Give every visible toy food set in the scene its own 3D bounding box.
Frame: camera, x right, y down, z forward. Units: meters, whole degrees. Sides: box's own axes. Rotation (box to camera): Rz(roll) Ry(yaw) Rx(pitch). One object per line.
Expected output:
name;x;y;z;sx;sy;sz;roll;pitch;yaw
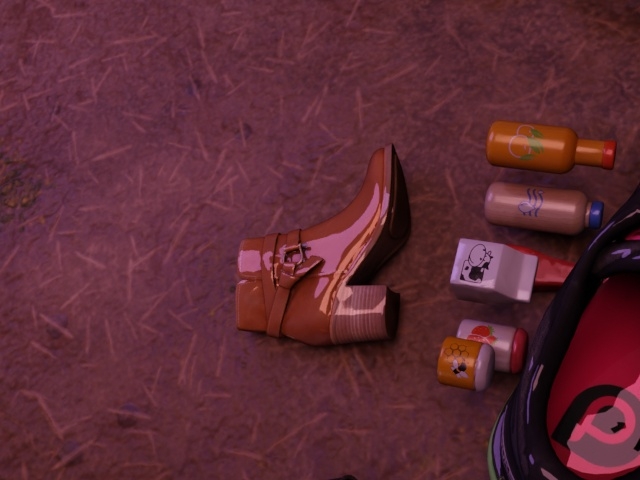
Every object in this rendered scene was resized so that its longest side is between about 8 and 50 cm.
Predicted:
toy food set;0.176;0.023;0.798;0.104;0.111;0.232;8;68;21

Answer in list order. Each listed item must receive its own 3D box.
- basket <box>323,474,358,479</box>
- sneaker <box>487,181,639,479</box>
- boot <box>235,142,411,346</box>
basket;-0.088;0.283;0.753;0.227;0.154;0.204;-2;66;20
sneaker;0.289;0.014;0.693;0.185;0.202;0.483;27;85;14
boot;0.000;0.000;0.888;0.152;0.073;0.197;0;65;22
